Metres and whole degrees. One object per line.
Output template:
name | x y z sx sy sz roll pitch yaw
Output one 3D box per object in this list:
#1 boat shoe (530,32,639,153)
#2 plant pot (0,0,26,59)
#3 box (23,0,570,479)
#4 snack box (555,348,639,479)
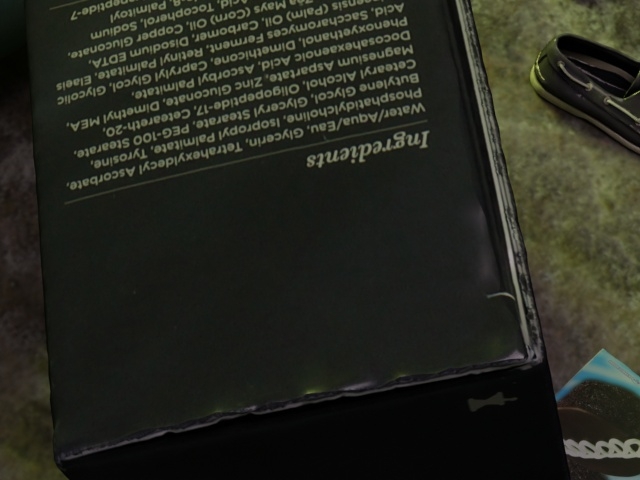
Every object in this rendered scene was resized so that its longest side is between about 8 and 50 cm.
boat shoe | 0.301 -0.136 1.640 0.206 0.065 0.075 25 59 6
plant pot | -0.338 -0.283 1.497 0.334 0.341 0.341 -29 68 -32
box | 0.000 0.000 1.244 0.297 0.480 0.471 -13 60 5
snack box | 0.292 0.251 1.392 0.322 0.060 0.187 38 62 23
